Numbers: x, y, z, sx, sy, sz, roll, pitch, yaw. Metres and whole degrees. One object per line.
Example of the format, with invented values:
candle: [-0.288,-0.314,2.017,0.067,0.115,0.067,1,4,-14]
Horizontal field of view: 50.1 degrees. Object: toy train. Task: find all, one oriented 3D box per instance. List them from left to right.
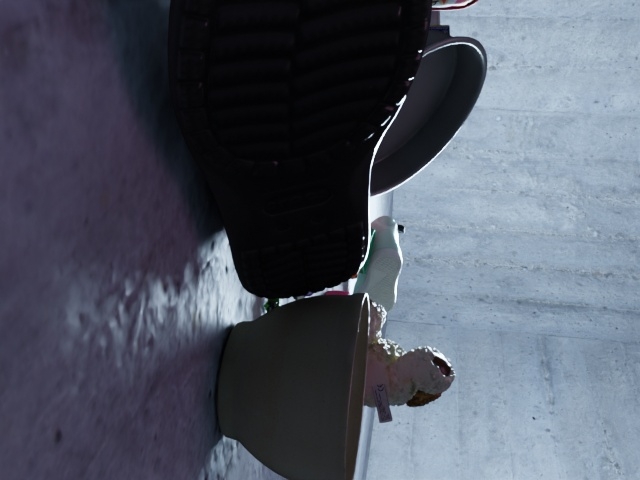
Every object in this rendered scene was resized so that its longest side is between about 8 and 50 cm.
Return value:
toy train: [-0.046,0.044,0.681,0.024,0.017,0.083,145,-51,-87]

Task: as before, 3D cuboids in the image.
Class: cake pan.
cake pan: [0.121,-0.186,1.014,0.293,0.054,0.293,-33,154,-18]

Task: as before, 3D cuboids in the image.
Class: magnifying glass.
magnifying glass: [0.078,0.032,1.305,0.231,0.026,0.092,-37,140,-74]

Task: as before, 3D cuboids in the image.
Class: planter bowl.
planter bowl: [-0.021,0.120,0.567,0.162,0.109,0.162,4,90,-81]

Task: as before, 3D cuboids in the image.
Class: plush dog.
plush dog: [0.118,0.263,1.354,0.210,0.262,0.225,-52,156,-4]

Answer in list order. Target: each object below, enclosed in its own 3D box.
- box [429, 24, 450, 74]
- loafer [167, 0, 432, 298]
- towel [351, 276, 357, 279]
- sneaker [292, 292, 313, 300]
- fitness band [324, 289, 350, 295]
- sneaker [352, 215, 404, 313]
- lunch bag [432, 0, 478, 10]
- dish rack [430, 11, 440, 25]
box: [0.117,-0.299,1.074,0.054,0.169,0.059,76,18,-62]
loafer: [-0.030,-0.096,0.434,0.366,0.133,0.130,99,-23,-56]
towel: [0.081,-0.075,1.439,0.199,0.031,0.275,78,20,-69]
sneaker: [0.000,0.000,0.782,0.170,0.071,0.068,-74,166,-50]
fitness band: [0.022,0.226,1.110,0.209,0.054,0.291,71,23,-69]
sneaker: [0.128,0.061,1.530,0.256,0.094,0.151,107,-10,-46]
lunch bag: [0.162,-0.471,0.989,0.293,0.258,0.120,81,18,-62]
dish rack: [0.164,-0.349,1.437,0.333,0.072,0.286,115,-16,-59]
